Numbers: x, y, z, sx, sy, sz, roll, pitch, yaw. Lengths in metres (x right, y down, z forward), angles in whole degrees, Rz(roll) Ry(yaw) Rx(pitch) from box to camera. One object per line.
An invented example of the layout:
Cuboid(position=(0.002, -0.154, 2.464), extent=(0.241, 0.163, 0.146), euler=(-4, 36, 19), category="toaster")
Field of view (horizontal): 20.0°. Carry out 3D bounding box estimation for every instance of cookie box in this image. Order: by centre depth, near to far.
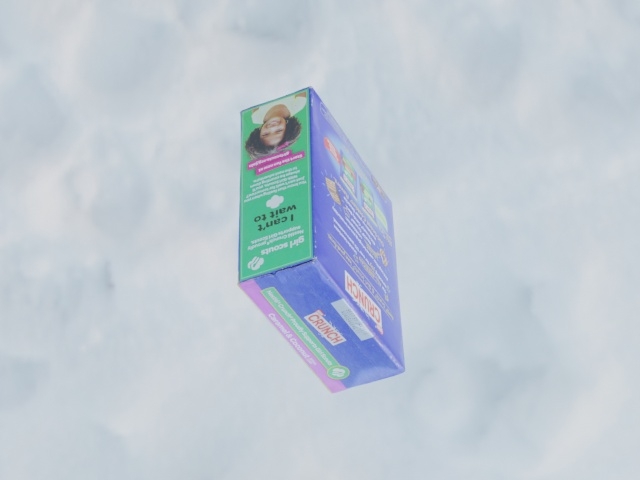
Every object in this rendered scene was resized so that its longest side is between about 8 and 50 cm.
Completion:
Cuboid(position=(0.000, 0.000, 0.825), extent=(0.040, 0.107, 0.092), euler=(-20, 135, 18), category="cookie box")
